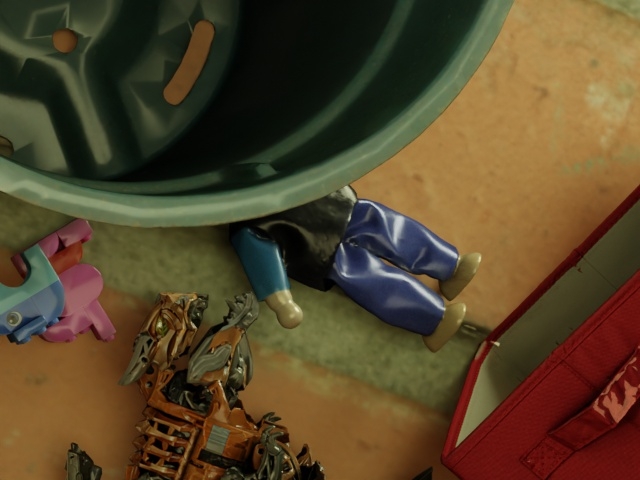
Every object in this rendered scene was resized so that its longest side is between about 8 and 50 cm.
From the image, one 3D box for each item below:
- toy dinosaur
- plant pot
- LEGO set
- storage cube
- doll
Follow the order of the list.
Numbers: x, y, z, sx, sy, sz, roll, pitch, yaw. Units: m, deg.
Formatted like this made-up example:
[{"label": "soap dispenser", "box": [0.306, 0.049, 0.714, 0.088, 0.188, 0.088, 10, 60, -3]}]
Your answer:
[{"label": "toy dinosaur", "box": [-0.035, 0.192, 0.993, 0.218, 0.164, 0.321, -2, 110, -4]}, {"label": "plant pot", "box": [-0.113, -0.161, 0.872, 0.341, 0.334, 0.341, 2, 85, -17]}, {"label": "LEGO set", "box": [-0.198, 0.081, 0.956, 0.227, 0.087, 0.093, -32, 95, -16]}, {"label": "storage cube", "box": [0.206, 0.095, 0.986, 0.193, 0.215, 0.183, 42, 110, -4]}, {"label": "doll", "box": [0.000, 0.000, 1.043, 0.189, 0.046, 0.129, 27, 60, -12]}]
